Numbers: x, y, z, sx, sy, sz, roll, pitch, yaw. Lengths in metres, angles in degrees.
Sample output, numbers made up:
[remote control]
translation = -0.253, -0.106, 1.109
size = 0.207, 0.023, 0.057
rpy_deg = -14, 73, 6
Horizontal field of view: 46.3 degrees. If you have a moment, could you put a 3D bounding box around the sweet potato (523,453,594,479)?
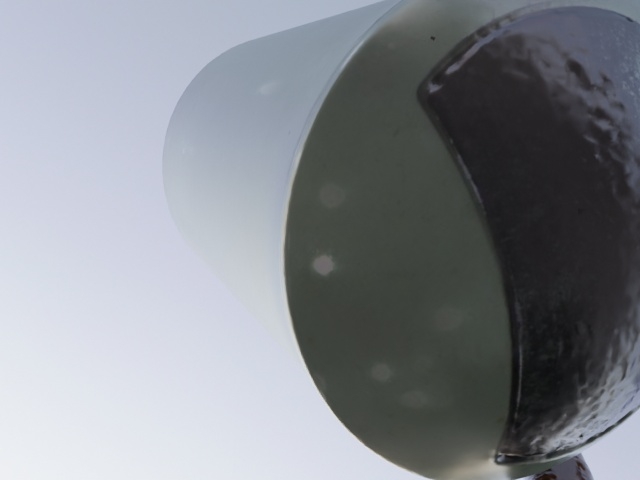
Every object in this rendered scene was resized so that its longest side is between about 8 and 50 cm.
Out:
[sweet potato]
translation = 0.168, 0.177, 0.531
size = 0.057, 0.264, 0.057
rpy_deg = 2, -68, 6

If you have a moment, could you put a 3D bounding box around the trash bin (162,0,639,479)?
[trash bin]
translation = 0.051, -0.031, 0.527
size = 0.432, 0.280, 0.280
rpy_deg = 25, -37, 64
